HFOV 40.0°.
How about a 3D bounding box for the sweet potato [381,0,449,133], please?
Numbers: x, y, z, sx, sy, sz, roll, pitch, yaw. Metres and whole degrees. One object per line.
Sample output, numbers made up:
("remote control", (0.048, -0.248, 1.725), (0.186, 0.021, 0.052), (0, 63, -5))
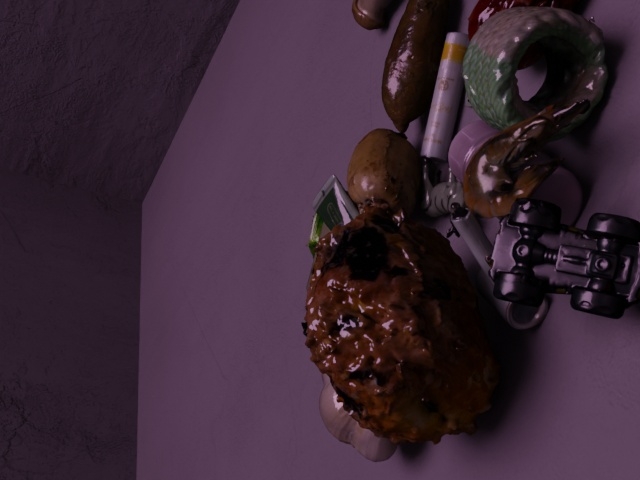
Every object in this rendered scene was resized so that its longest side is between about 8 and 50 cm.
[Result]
("sweet potato", (0.218, -0.439, 1.895), (0.130, 0.131, 0.422), (0, 75, 65))

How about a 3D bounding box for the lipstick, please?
("lipstick", (0.258, -0.291, 1.797), (0.059, 0.059, 0.263), (8, 84, 66))

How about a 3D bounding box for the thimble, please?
("thimble", (0.343, -0.273, 1.413), (0.150, 0.219, 0.218), (42, 115, 64))

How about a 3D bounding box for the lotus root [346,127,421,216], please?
("lotus root", (0.132, -0.137, 1.811), (0.284, 0.146, 0.160), (-72, -21, -50))

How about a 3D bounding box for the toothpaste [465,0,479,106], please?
("toothpaste", (0.322, -0.391, 1.744), (0.067, 0.037, 0.255), (0, 81, 65))

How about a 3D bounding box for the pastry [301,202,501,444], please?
("pastry", (0.117, 0.140, 1.449), (0.293, 0.337, 0.404), (-22, 73, 16))

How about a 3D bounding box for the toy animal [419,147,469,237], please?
("toy animal", (0.243, -0.081, 1.699), (0.217, 0.074, 0.175), (162, 117, -70))

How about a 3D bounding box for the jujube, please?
("jujube", (0.361, -0.411, 1.534), (0.230, 0.155, 0.155), (-59, 28, 21))

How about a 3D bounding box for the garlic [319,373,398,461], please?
("garlic", (0.084, 0.289, 1.691), (0.203, 0.185, 0.281), (69, -177, -62))

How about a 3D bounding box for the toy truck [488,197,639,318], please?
("toy truck", (0.360, 0.032, 1.259), (0.224, 0.165, 0.147), (10, 86, 30))

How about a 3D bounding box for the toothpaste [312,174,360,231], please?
("toothpaste", (0.099, 0.033, 1.792), (0.098, 0.061, 0.392), (-54, 56, 33))

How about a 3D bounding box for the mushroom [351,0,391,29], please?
("mushroom", (0.174, -0.665, 2.117), (0.128, 0.128, 0.350), (-100, 29, -42))

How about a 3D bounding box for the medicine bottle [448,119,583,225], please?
("medicine bottle", (0.318, -0.105, 1.471), (0.133, 0.133, 0.249), (-67, 27, 19))

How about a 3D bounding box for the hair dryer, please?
("hair dryer", (0.264, 0.033, 1.414), (0.073, 0.236, 0.131), (-40, 29, 1))

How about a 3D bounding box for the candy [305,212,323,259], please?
("candy", (0.001, 0.000, 2.137), (0.178, 0.032, 0.102), (69, -146, -68))

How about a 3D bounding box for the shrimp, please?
("shrimp", (0.296, -0.116, 1.314), (0.254, 0.059, 0.145), (-28, 47, 49))

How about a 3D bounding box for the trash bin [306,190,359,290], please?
("trash bin", (0.069, 0.033, 1.967), (0.243, 0.121, 0.247), (-140, 63, -64))
